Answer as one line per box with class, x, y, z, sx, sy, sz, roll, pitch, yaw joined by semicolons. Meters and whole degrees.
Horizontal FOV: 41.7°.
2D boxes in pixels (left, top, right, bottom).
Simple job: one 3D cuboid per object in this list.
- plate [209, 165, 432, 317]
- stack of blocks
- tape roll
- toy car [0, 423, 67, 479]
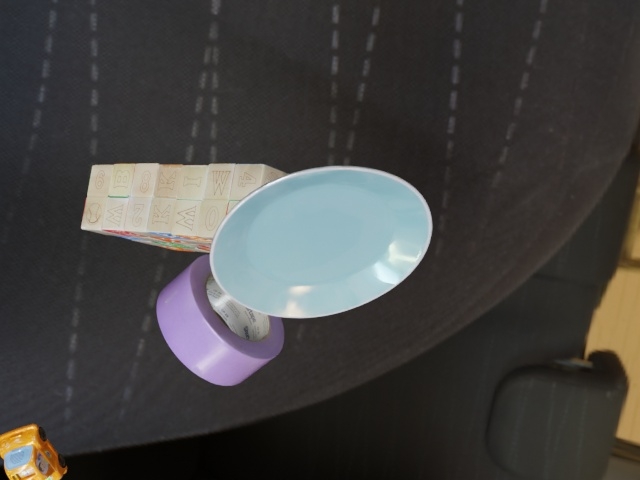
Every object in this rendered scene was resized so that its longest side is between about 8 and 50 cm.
plate;0.000;0.000;0.706;0.188;0.188;0.024;78;-2;-50
stack of blocks;-0.135;-0.034;1.060;0.171;0.297;0.087;16;80;-52
tape roll;-0.149;0.119;1.274;0.080;0.189;0.189;-40;178;25
toy car;-0.263;0.179;0.651;0.040;0.122;0.060;-103;-170;-60
